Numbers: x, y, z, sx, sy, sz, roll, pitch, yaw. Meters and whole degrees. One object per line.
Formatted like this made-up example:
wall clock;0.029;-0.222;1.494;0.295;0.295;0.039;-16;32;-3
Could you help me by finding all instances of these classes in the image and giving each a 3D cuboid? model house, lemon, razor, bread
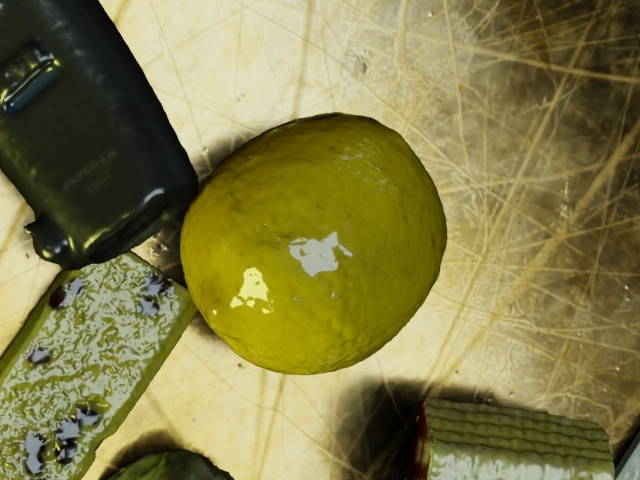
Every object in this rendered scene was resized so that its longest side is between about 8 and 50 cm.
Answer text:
model house;0.185;0.245;1.811;0.196;0.254;0.160;8;82;-2
lemon;0.000;0.000;1.773;0.310;0.253;0.253;-39;101;-39
razor;-0.262;-0.137;1.737;0.189;0.107;0.327;-36;82;16
bread;-0.272;0.170;1.801;0.138;0.077;0.361;35;84;-11

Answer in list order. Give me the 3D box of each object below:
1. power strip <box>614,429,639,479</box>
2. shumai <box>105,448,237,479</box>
power strip;0.342;0.282;1.977;0.060;0.027;0.253;35;84;-12
shumai;-0.114;0.345;1.816;0.218;0.189;0.256;8;73;-31
